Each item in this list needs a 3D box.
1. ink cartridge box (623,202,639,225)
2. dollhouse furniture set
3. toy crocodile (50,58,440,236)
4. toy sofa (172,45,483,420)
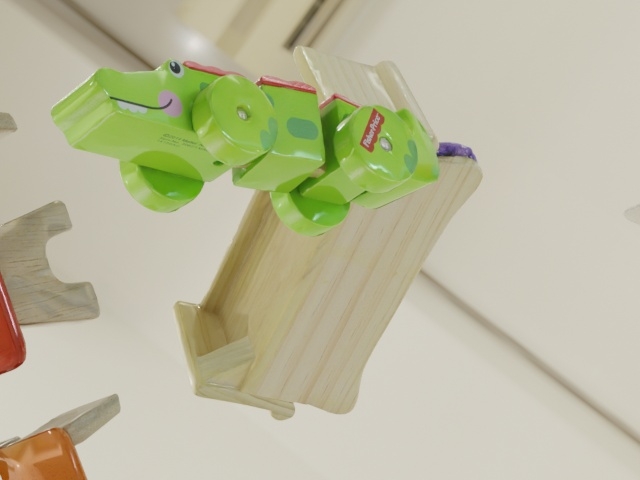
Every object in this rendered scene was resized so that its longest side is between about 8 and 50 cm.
[{"bbox_3d":[0.272,-0.029,0.893,0.115,0.198,0.067,-31,49,46],"label":"ink cartridge box"},{"bbox_3d":[-0.240,0.055,0.782,0.259,0.262,0.135,-23,-4,34],"label":"dollhouse furniture set"},{"bbox_3d":[-0.042,-0.079,1.218,0.341,0.105,0.115,9,-29,-36],"label":"toy crocodile"},{"bbox_3d":[0.000,0.000,1.635,0.362,0.177,0.150,-63,29,27],"label":"toy sofa"}]
